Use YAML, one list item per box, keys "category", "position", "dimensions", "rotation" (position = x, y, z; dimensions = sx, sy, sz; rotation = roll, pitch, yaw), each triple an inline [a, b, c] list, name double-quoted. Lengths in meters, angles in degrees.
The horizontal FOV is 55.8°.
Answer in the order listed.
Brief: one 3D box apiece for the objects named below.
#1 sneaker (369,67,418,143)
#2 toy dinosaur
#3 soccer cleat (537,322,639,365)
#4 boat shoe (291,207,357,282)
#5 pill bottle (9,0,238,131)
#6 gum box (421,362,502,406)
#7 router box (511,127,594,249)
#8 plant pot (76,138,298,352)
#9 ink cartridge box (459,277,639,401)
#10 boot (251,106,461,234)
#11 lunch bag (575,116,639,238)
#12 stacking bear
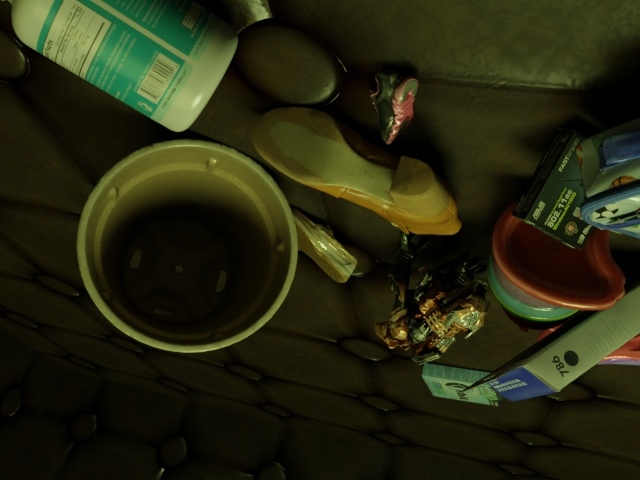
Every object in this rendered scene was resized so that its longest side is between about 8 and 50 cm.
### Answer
- category: "sneaker"
  position: [0.087, -0.172, 0.765]
  dimensions: [0.057, 0.047, 0.119]
  rotation: [34, 155, 16]
- category: "toy dinosaur"
  position: [0.170, 0.110, 1.031]
  dimensions: [0.164, 0.218, 0.322]
  rotation: [35, 148, -32]
- category: "soccer cleat"
  position: [0.541, 0.203, 1.138]
  dimensions: [0.248, 0.083, 0.095]
  rotation: [-6, 149, 33]
- category: "boat shoe"
  position: [0.000, 0.000, 1.101]
  dimensions: [0.170, 0.059, 0.063]
  rotation: [48, 152, -10]
- category: "pill bottle"
  position: [-0.239, -0.250, 0.691]
  dimensions: [0.264, 0.146, 0.146]
  rotation: [30, 150, -22]
- category: "gum box"
  position: [0.375, 0.380, 1.592]
  dimensions: [0.184, 0.041, 0.157]
  rotation: [4, 149, 26]
- category: "router box"
  position: [0.306, -0.063, 0.743]
  dimensions: [0.092, 0.122, 0.038]
  rotation: [25, -174, -16]
- category: "plant pot"
  position: [-0.239, 0.029, 1.065]
  dimensions: [0.334, 0.333, 0.305]
  rotation: [24, 163, -12]
- category: "ink cartridge box"
  position: [0.379, 0.162, 0.917]
  dimensions: [0.065, 0.333, 0.165]
  rotation: [59, 166, 14]
- category: "boot"
  position: [0.056, -0.084, 0.881]
  dimensions: [0.295, 0.104, 0.211]
  rotation: [23, 173, 23]
- category: "lunch bag"
  position: [0.420, -0.071, 0.600]
  dimensions: [0.243, 0.115, 0.303]
  rotation: [12, 160, -28]
- category: "stacking bear"
  position: [0.335, 0.057, 0.914]
  dimensions: [0.164, 0.175, 0.289]
  rotation: [2, 157, 14]
